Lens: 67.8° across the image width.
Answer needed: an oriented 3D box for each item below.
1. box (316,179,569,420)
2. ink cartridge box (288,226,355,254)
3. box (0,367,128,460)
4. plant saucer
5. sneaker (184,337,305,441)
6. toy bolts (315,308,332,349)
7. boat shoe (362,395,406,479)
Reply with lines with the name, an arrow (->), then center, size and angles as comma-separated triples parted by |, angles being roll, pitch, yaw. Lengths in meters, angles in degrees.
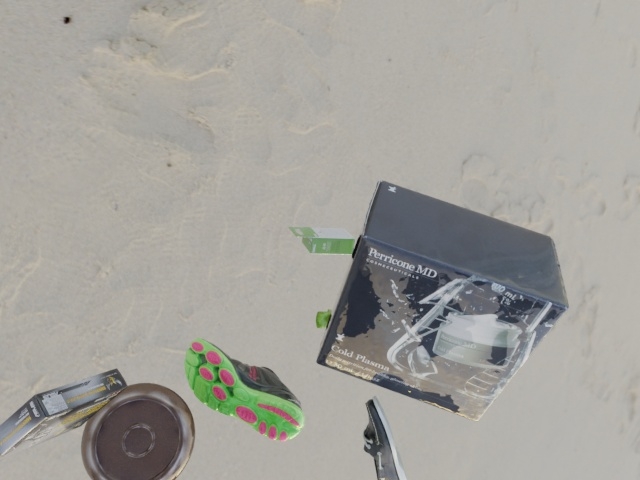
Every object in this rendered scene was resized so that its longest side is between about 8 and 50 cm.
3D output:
box -> 0.292, 0.165, 1.271 | 0.297, 0.480, 0.472 | -66, 174, -53
ink cartridge box -> 0.000, 0.000, 1.624 | 0.209, 0.109, 0.062 | 1, 110, -20
box -> -0.576, 0.380, 1.055 | 0.183, 0.056, 0.231 | -40, 167, 13
plant saucer -> -0.516, 0.568, 1.358 | 0.310, 0.050, 0.310 | 4, 75, -15
sneaker -> -0.269, 0.515, 1.665 | 0.185, 0.483, 0.202 | -54, 178, 5
toy bolts -> 0.111, 0.355, 1.854 | 0.228, 0.158, 0.218 | -7, 97, -57
boat shoe -> 0.165, 0.575, 1.332 | 0.091, 0.114, 0.302 | -18, 104, 3
